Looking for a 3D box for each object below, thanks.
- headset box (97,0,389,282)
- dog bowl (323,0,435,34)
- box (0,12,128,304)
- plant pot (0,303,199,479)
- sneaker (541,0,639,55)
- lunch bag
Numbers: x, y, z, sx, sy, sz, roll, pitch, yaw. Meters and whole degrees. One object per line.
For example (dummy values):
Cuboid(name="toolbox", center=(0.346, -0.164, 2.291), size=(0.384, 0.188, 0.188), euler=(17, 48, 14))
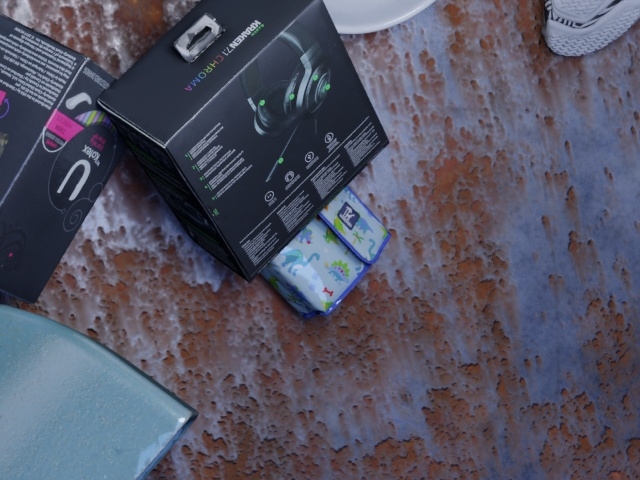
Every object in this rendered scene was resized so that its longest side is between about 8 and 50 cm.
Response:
Cuboid(name="headset box", center=(-0.084, -0.139, 1.820), size=(0.246, 0.131, 0.283), euler=(-46, 142, -12))
Cuboid(name="dog bowl", center=(0.045, -0.377, 1.864), size=(0.265, 0.104, 0.265), euler=(-12, 132, -13))
Cuboid(name="box", center=(-0.339, -0.088, 1.795), size=(0.143, 0.165, 0.270), euler=(29, 87, 25))
Cuboid(name="plant pot", center=(-0.315, 0.209, 1.824), size=(0.252, 0.248, 0.247), euler=(40, 84, 3))
Cuboid(name="sneaker", center=(0.340, -0.422, 1.996), size=(0.137, 0.210, 0.366), euler=(0, 130, -15))
Cuboid(name="lunch bag", center=(0.000, 0.000, 1.964), size=(0.129, 0.096, 0.151), euler=(47, 68, -12))
